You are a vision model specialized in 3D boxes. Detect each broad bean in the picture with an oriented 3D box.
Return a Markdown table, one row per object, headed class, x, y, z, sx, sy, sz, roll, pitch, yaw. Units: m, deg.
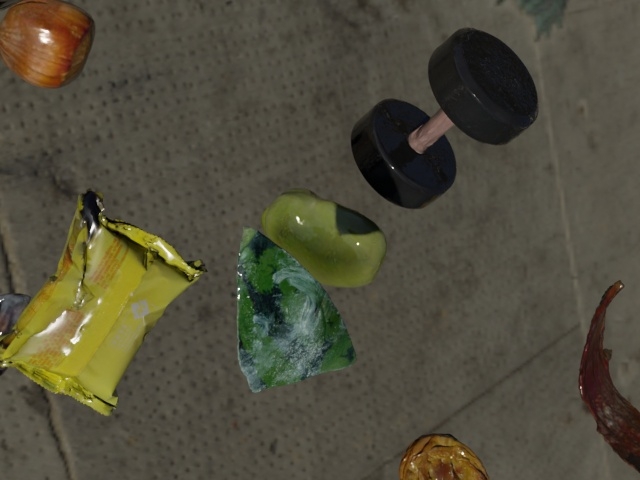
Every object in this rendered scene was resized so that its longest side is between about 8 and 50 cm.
| class | x | y | z | sx | sy | sz | roll | pitch | yaw |
| --- | --- | --- | --- | --- | --- | --- | --- | --- | --- |
| broad bean | 0.000 | 0.000 | 1.367 | 0.082 | 0.174 | 0.124 | -39 | 156 | -46 |

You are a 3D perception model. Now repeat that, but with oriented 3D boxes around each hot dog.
| class | x | y | z | sx | sy | sz | roll | pitch | yaw |
| --- | --- | --- | --- | --- | --- | --- | --- | --- | --- |
| hot dog | 0.087 | 0.171 | 0.720 | 0.058 | 0.035 | 0.083 | -36 | 124 | -7 |

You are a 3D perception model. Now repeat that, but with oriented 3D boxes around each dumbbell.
| class | x | y | z | sx | sy | sz | roll | pitch | yaw |
| --- | --- | --- | --- | --- | --- | --- | --- | --- | --- |
| dumbbell | 0.159 | -0.154 | 1.343 | 0.152 | 0.218 | 0.152 | 22 | 49 | -28 |

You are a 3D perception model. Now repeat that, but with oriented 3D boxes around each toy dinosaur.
| class | x | y | z | sx | sy | sz | roll | pitch | yaw |
| --- | --- | --- | --- | --- | --- | --- | --- | --- | --- |
| toy dinosaur | 0.341 | 0.190 | 0.870 | 0.206 | 0.113 | 0.327 | -1 | 55 | -48 |

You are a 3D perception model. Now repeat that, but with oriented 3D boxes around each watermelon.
| class | x | y | z | sx | sy | sz | roll | pitch | yaw |
| --- | --- | --- | --- | --- | --- | --- | --- | --- | --- |
| watermelon | -0.039 | 0.061 | 0.855 | 0.101 | 0.080 | 0.155 | -37 | 141 | -25 |

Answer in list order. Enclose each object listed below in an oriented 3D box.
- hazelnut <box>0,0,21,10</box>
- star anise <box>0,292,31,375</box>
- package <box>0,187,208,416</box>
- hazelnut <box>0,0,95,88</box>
| class | x | y | z | sx | sy | sz | roll | pitch | yaw |
| --- | --- | --- | --- | --- | --- | --- | --- | --- | --- |
| hazelnut | -0.236 | -0.254 | 0.345 | 0.421 | 0.421 | 0.353 | 58 | 47 | -28 |
| star anise | -0.430 | 0.155 | 1.193 | 0.129 | 0.212 | 0.283 | 41 | 41 | -13 |
| package | -0.243 | 0.074 | 1.123 | 0.168 | 0.090 | 0.226 | 33 | 92 | -26 |
| hazelnut | -0.438 | -0.320 | 1.657 | 0.150 | 0.150 | 0.150 | 3 | 86 | -47 |
